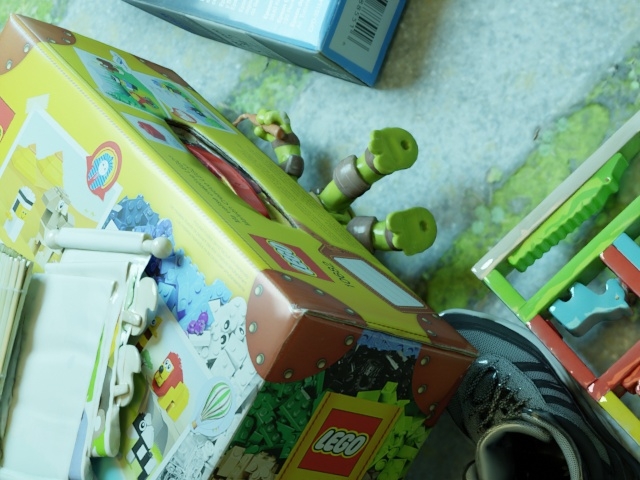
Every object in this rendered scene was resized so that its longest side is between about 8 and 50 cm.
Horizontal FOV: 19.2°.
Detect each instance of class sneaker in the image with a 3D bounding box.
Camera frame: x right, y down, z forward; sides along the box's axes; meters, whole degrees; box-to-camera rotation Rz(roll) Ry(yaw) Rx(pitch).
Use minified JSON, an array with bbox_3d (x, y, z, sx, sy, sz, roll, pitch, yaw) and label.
[{"bbox_3d":[0.148,0.139,1.451,0.101,0.153,0.268,-49,58,11],"label":"sneaker"}]

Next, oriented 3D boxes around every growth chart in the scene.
[{"bbox_3d":[-0.187,0.099,1.411,0.172,0.021,0.237,16,90,48],"label":"growth chart"}]

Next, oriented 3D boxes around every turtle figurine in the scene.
[{"bbox_3d":[0.000,0.000,1.616,0.217,0.087,0.269,-20,64,42],"label":"turtle figurine"}]

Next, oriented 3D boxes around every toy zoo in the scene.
[{"bbox_3d":[0.277,0.055,1.447,0.192,0.030,0.293,-43,59,3],"label":"toy zoo"}]

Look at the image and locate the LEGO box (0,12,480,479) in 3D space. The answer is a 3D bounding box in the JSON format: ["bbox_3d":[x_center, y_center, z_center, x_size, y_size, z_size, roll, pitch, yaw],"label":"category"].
[{"bbox_3d":[-0.158,0.099,1.542,0.500,0.193,0.372,43,109,45],"label":"LEGO box"}]

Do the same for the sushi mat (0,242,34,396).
[{"bbox_3d":[-0.295,0.155,1.496,0.151,0.019,0.316,10,87,60],"label":"sushi mat"}]

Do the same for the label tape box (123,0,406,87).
[{"bbox_3d":[-0.062,-0.303,1.724,0.334,0.106,0.240,21,88,35],"label":"label tape box"}]
